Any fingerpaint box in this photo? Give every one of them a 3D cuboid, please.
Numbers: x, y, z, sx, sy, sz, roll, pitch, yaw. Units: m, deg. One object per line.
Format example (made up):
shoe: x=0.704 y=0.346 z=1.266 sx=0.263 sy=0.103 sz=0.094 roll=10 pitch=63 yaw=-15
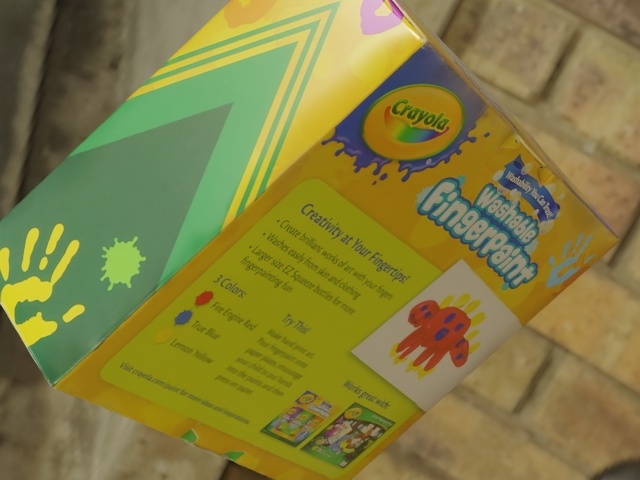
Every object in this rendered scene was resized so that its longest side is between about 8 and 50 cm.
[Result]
fingerpaint box: x=0.000 y=0.000 z=1.401 sx=0.163 sy=0.371 sz=0.445 roll=53 pitch=11 yaw=32
